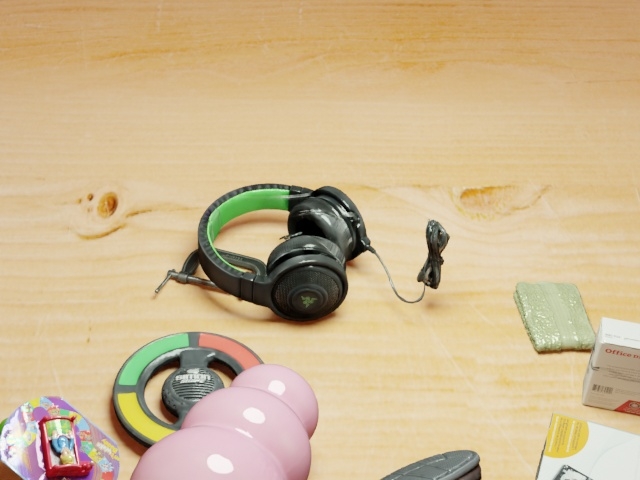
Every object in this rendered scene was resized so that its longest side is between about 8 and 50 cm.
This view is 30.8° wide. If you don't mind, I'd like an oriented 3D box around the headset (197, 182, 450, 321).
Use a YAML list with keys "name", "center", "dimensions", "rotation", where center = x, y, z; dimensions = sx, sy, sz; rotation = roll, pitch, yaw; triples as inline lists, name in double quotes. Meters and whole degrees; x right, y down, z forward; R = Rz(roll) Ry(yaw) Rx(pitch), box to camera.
- name: "headset"
  center: [0.000, 0.000, 1.819]
  dimensions: [0.394, 0.185, 0.243]
  rotation: [15, 43, 9]

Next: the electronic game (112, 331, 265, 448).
- name: "electronic game"
  center: [-0.183, 0.217, 1.665]
  dimensions: [0.229, 0.048, 0.229]
  rotation: [2, 41, -2]

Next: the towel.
- name: "towel"
  center: [0.370, 0.117, 1.835]
  dimensions: [0.110, 0.027, 0.148]
  rotation: [-2, 42, -6]

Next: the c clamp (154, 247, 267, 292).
- name: "c clamp"
  center: [-0.169, 0.060, 1.867]
  dimensions: [0.160, 0.022, 0.137]
  rotation: [10, 37, 9]

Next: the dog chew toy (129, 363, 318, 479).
- name: "dog chew toy"
  center: [-0.105, 0.284, 1.482]
  dimensions: [0.206, 0.207, 0.332]
  rotation: [18, 40, 16]

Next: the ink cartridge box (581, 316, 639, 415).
- name: "ink cartridge box"
  center: [0.442, 0.183, 1.684]
  dimensions: [0.099, 0.135, 0.056]
  rotation: [11, 41, 7]

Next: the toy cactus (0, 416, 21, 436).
- name: "toy cactus"
  center: [-0.501, 0.302, 1.526]
  dimensions: [0.219, 0.112, 0.180]
  rotation: [-6, 61, -15]

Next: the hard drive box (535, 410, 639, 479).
- name: "hard drive box"
  center: [0.398, 0.347, 1.532]
  dimensions: [0.232, 0.089, 0.181]
  rotation: [14, 43, 11]

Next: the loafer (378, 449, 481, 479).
- name: "loafer"
  center: [0.090, 0.368, 1.500]
  dimensions: [0.302, 0.095, 0.109]
  rotation: [-21, 8, -29]

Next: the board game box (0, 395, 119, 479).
- name: "board game box"
  center: [-0.336, 0.275, 1.537]
  dimensions: [0.168, 0.033, 0.133]
  rotation: [42, 42, -5]
